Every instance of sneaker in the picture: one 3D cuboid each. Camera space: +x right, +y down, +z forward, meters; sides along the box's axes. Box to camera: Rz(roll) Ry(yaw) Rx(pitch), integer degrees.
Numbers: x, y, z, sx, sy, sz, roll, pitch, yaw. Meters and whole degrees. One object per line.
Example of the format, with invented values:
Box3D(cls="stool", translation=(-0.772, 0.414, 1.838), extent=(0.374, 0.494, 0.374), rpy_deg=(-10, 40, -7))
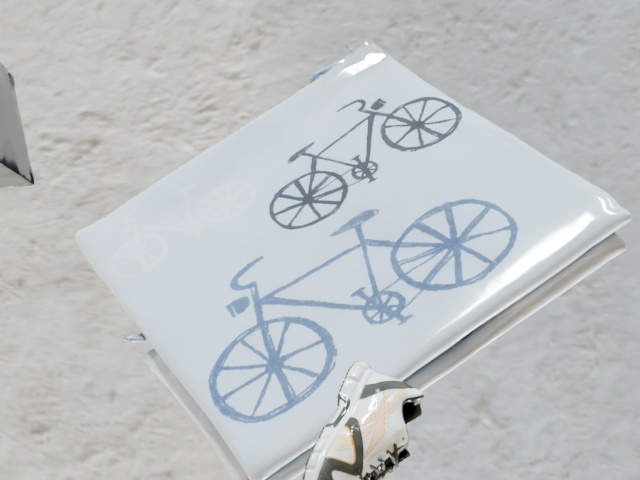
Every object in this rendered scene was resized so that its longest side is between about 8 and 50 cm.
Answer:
Box3D(cls="sneaker", translation=(0.020, 0.106, 0.646), extent=(0.044, 0.040, 0.109), rpy_deg=(16, 49, 12))

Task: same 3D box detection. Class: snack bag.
Box3D(cls="snack bag", translation=(0.000, 0.000, 0.969), extent=(0.323, 0.342, 0.037), rpy_deg=(-35, 132, -12))

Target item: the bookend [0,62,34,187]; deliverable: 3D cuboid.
Box3D(cls="bookend", translation=(-0.252, -0.057, 0.717), extent=(0.156, 0.157, 0.072), rpy_deg=(-12, 87, -3))
